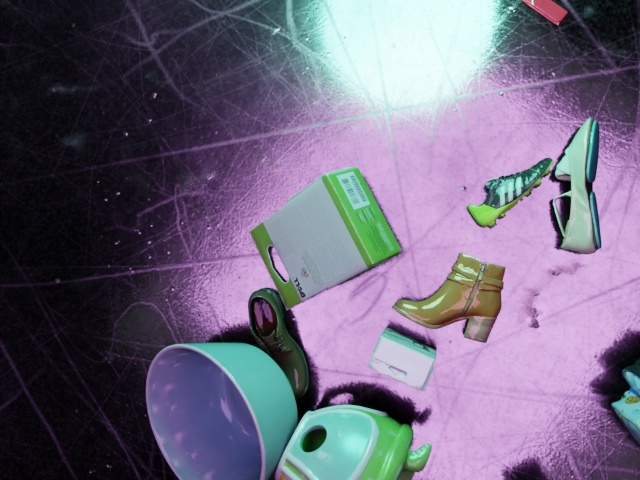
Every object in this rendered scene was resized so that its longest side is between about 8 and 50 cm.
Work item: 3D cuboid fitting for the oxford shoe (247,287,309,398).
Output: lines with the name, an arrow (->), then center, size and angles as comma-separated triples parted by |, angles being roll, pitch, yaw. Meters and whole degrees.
oxford shoe -> -0.091, 0.205, 1.315 | 0.083, 0.096, 0.227 | -25, 87, 7

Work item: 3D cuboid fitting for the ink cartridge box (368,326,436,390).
ink cartridge box -> 0.153, 0.215, 1.243 | 0.109, 0.150, 0.063 | 22, 92, 9

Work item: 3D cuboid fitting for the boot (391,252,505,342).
boot -> 0.244, 0.095, 1.274 | 0.197, 0.073, 0.152 | 15, 92, -2

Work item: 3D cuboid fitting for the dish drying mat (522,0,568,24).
dish drying mat -> 0.427, -0.445, 1.287 | 0.083, 0.008, 0.032 | 39, 94, 9

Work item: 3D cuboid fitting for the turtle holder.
turtle holder -> 0.033, 0.446, 1.204 | 0.228, 0.243, 0.320 | 25, 81, 10

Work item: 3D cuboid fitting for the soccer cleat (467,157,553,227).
soccer cleat -> 0.355, -0.100, 1.266 | 0.179, 0.060, 0.072 | -43, 81, 9

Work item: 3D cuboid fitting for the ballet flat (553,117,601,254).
ballet flat -> 0.467, -0.098, 1.240 | 0.086, 0.086, 0.248 | -1, 89, 10

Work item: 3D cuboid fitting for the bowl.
bowl -> -0.163, 0.313, 1.255 | 0.312, 0.163, 0.311 | 14, 113, 37

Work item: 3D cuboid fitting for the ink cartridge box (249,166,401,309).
ink cartridge box -> 0.000, 0.000, 1.314 | 0.255, 0.097, 0.188 | -32, 83, 42

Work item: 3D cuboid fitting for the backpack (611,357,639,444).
backpack -> 0.640, 0.310, 1.113 | 0.263, 0.276, 0.213 | 42, 100, 2
